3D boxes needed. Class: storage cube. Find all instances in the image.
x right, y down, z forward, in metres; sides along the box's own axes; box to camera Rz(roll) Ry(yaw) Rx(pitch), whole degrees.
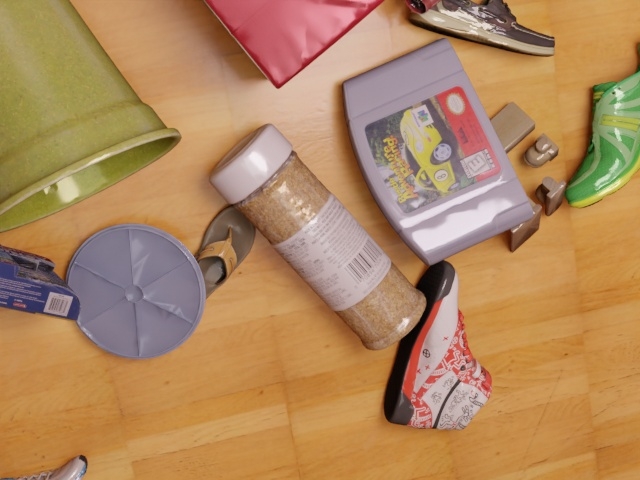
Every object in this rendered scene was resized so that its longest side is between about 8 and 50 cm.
[{"bbox_3d":[-0.047,-0.332,1.104,0.193,0.215,0.183,-40,106,5],"label":"storage cube"}]

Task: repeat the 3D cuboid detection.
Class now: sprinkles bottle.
[{"bbox_3d":[0.000,0.000,1.220,0.121,0.121,0.355,-42,105,-1],"label":"sprinkles bottle"}]

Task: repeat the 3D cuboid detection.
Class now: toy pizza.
[{"bbox_3d":[-0.263,0.072,1.218,0.201,0.032,0.201,0,102,2],"label":"toy pizza"}]

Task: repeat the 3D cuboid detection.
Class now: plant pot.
[{"bbox_3d":[-0.357,-0.179,1.065,0.276,0.276,0.254,-28,93,-4],"label":"plant pot"}]

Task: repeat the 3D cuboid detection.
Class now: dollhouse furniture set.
[{"bbox_3d":[0.297,-0.095,1.309,0.144,0.123,0.151,-42,70,-1],"label":"dollhouse furniture set"}]

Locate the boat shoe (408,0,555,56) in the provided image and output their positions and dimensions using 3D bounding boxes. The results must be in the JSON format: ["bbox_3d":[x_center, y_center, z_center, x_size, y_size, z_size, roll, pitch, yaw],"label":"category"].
[{"bbox_3d":[0.241,-0.320,1.227,0.224,0.080,0.073,12,102,-8],"label":"boat shoe"}]

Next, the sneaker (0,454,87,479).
[{"bbox_3d":[-0.428,0.369,1.239,0.191,0.071,0.083,-39,100,-2],"label":"sneaker"}]

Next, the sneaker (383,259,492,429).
[{"bbox_3d":[0.202,0.168,1.311,0.145,0.090,0.270,13,102,-14],"label":"sneaker"}]

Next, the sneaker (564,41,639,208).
[{"bbox_3d":[0.452,-0.179,1.294,0.123,0.109,0.295,34,90,0],"label":"sneaker"}]

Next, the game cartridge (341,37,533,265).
[{"bbox_3d":[0.154,-0.124,1.213,0.196,0.060,0.294,-25,84,-1],"label":"game cartridge"}]

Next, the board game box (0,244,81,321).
[{"bbox_3d":[-0.432,0.035,1.128,0.194,0.194,0.060,17,95,-34],"label":"board game box"}]

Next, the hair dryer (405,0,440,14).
[{"bbox_3d":[0.146,-0.452,1.178,0.224,0.080,0.293,-1,80,-8],"label":"hair dryer"}]

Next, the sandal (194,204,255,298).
[{"bbox_3d":[-0.156,0.032,1.234,0.072,0.049,0.180,37,93,-14],"label":"sandal"}]
